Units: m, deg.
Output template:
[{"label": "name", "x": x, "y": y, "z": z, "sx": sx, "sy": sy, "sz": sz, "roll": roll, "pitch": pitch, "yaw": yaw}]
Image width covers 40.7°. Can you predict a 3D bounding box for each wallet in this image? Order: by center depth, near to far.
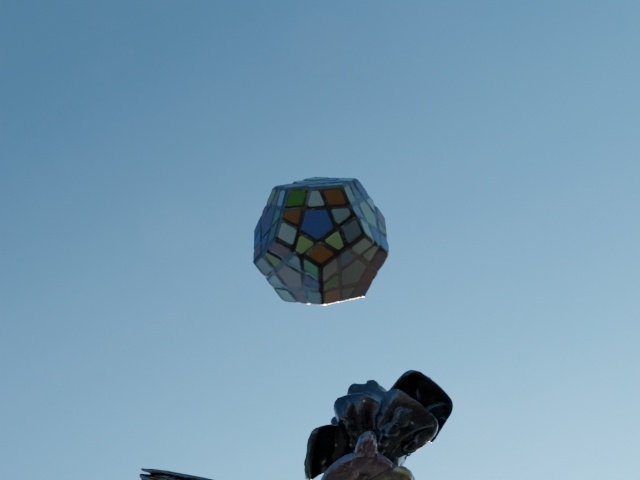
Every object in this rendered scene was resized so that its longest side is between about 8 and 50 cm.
[{"label": "wallet", "x": -0.212, "y": 0.446, "z": 1.552, "sx": 0.161, "sy": 0.196, "sz": 0.041, "roll": 38, "pitch": -122, "yaw": -59}]

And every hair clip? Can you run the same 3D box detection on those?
[{"label": "hair clip", "x": 0.055, "y": 0.380, "z": 1.316, "sx": 0.146, "sy": 0.056, "sz": 0.187, "roll": 38, "pitch": -59, "yaw": -22}, {"label": "hair clip", "x": 0.094, "y": 0.367, "z": 1.481, "sx": 0.194, "sy": 0.206, "sz": 0.310, "roll": -27, "pitch": -50, "yaw": -62}]

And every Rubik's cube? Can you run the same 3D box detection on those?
[{"label": "Rubik's cube", "x": 0.000, "y": 0.000, "z": 0.812, "sx": 0.133, "sy": 0.133, "sz": 0.112, "roll": -36, "pitch": -14, "yaw": -9}]
